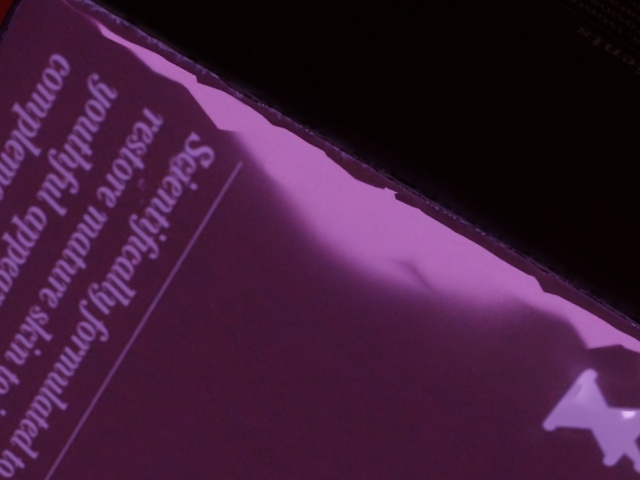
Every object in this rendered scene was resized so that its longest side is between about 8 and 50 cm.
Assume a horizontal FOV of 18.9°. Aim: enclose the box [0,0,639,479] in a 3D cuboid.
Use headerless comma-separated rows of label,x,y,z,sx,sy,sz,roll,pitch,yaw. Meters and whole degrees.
box,0.000,0.000,0.474,0.167,0.203,0.168,31,121,-6
